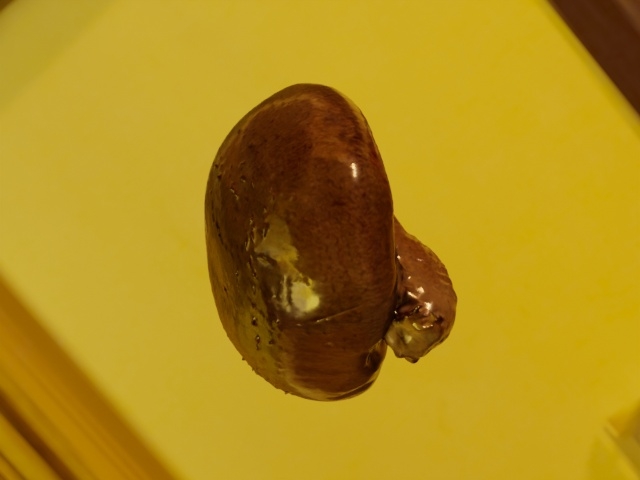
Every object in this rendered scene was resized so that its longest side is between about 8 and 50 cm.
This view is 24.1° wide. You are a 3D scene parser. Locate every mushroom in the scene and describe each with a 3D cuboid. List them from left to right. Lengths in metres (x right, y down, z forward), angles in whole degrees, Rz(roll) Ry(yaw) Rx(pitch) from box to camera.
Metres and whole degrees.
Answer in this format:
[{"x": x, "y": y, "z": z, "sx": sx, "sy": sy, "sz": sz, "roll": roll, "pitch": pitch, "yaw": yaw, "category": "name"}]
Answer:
[{"x": 0.000, "y": 0.000, "z": 0.575, "sx": 0.087, "sy": 0.127, "sz": 0.127, "roll": -7, "pitch": -178, "yaw": -13, "category": "mushroom"}]
